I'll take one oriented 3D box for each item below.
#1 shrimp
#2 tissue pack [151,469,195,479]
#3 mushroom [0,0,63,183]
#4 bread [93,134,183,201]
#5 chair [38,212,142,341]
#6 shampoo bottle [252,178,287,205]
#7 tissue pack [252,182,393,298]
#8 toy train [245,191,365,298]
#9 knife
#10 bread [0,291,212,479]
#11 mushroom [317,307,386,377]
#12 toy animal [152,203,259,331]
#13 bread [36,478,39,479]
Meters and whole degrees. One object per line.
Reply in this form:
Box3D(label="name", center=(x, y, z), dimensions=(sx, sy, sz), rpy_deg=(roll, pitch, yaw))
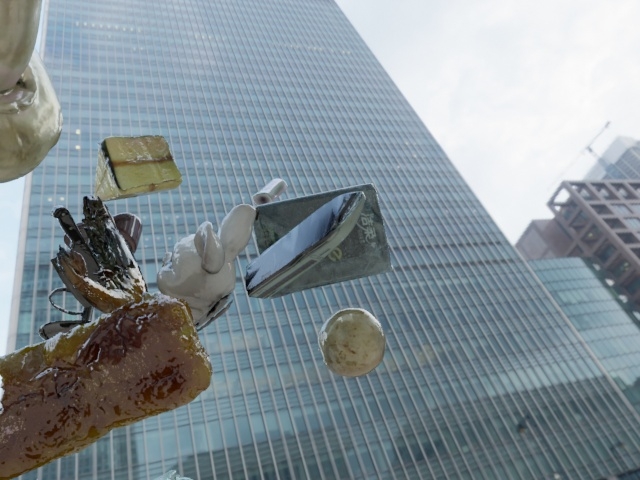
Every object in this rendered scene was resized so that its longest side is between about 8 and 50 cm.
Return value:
Box3D(label="shrimp", center=(-0.418, 0.024, 0.980), dimensions=(0.054, 0.290, 0.222), rpy_deg=(-30, -18, 9))
Box3D(label="tissue pack", center=(-0.186, 0.415, 0.419), dimensions=(0.162, 0.388, 0.287), rpy_deg=(19, -15, 8))
Box3D(label="mushroom", center=(-0.551, -0.258, 0.777), dimensions=(0.315, 0.315, 0.356), rpy_deg=(-11, -41, -13))
Box3D(label="bread", center=(-0.477, -0.131, 1.366), dimensions=(0.167, 0.163, 0.264), rpy_deg=(-15, -24, -33))
Box3D(label="chair", center=(-0.672, 0.105, 1.575), dimensions=(0.226, 0.401, 0.227), rpy_deg=(-1, -32, -1))
Box3D(label="shampoo bottle", center=(-0.140, -0.141, 1.513), dimensions=(0.072, 0.099, 0.043), rpy_deg=(-6, -60, 38))
Box3D(label="tissue pack", center=(0.000, 0.000, 1.295), dimensions=(0.315, 0.228, 0.103), rpy_deg=(-12, -5, -7))
Box3D(label="toy train", center=(-0.016, 0.009, 0.710), dimensions=(0.048, 0.055, 0.252), rpy_deg=(21, -40, -33))
Box3D(label="knife", center=(-0.460, 0.038, 0.985), dimensions=(0.072, 0.019, 0.245), rpy_deg=(-30, -41, -24))
Box3D(label="bread", center=(-0.364, 0.218, 0.808), dimensions=(0.380, 0.185, 0.109), rpy_deg=(-23, 2, -7))
Box3D(label="mushroom", center=(0.073, 0.244, 1.255), dimensions=(0.166, 0.166, 0.127), rpy_deg=(-14, -29, -10))
Box3D(label="toy animal", center=(-0.232, 0.069, 1.044), dimensions=(0.325, 0.154, 0.208), rpy_deg=(-45, -2, 32))
Box3D(label="bread", center=(-0.704, 0.761, 1.209), dimensions=(0.279, 0.279, 0.207), rpy_deg=(-31, 5, -12))
